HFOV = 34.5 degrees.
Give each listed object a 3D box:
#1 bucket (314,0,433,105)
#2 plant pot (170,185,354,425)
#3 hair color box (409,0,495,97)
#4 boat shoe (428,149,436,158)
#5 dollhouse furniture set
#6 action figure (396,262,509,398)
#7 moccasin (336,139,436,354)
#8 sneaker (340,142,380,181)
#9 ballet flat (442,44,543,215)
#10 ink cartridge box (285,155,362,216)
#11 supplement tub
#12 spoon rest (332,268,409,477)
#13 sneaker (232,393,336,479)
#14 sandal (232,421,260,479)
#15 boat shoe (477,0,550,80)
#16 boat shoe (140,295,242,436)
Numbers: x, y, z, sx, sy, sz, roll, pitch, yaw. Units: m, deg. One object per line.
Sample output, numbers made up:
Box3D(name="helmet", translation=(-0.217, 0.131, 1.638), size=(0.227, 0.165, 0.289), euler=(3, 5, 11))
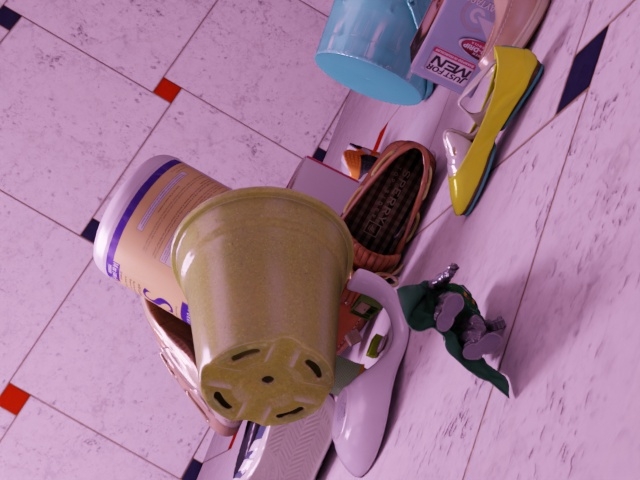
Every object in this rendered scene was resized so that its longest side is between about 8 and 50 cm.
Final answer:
Box3D(name="bucket", translation=(0.131, -0.408, 2.113), size=(0.281, 0.281, 0.183), euler=(158, 135, -81))
Box3D(name="plant pot", translation=(-0.079, 0.109, 1.452), size=(0.254, 0.276, 0.276), euler=(-95, 26, -47))
Box3D(name="hair color box", translation=(0.275, -0.439, 1.676), size=(0.185, 0.114, 0.374), euler=(-80, 14, -66))
Box3D(name="boat shoe", translation=(0.168, -0.111, 1.750), size=(0.035, 0.035, 0.100), euler=(-26, -35, -54))
Box3D(name="dollhouse furniture set", translation=(0.051, 0.157, 1.505), size=(0.058, 0.076, 0.151), euler=(125, 169, -64))
Box3D(name="action figure", translation=(0.135, 0.071, 1.014), size=(0.063, 0.137, 0.232), euler=(-42, 1, 7))
Box3D(name="moccasin", translation=(0.074, 0.017, 1.646), size=(0.380, 0.139, 0.147), euler=(-57, -2, 3))
Box3D(name="sneaker", translation=(0.086, -0.144, 2.362), size=(0.262, 0.099, 0.121), euler=(-58, -14, -77))
Box3D(name="ballet flat", translation=(0.203, -0.146, 1.331), size=(0.077, 0.077, 0.231), euler=(-88, 22, -73))
Box3D(name="ink cartridge box", translation=(0.000, 0.000, 1.919), size=(0.283, 0.207, 0.117), euler=(-57, 9, 54))
Box3D(name="supplement tub", translation=(-0.191, 0.025, 1.773), size=(0.241, 0.331, 0.241), euler=(-57, -10, -17))
Box3D(name="spoon rest", translation=(0.069, 0.175, 1.360), size=(0.137, 0.084, 0.276), euler=(122, 157, -60))
Box3D(name="sneaker", translation=(-0.070, 0.367, 1.589), size=(0.350, 0.131, 0.148), euler=(-59, 0, 10))
Box3D(name="sandal", translation=(-0.090, 0.404, 1.768), size=(0.167, 0.107, 0.445), euler=(161, 120, -80))
Box3D(name="boat shoe", translation=(0.277, -0.373, 1.459), size=(0.109, 0.098, 0.302), euler=(168, 125, -83))
Box3D(name="boat shoe", translation=(-0.233, 0.200, 1.825), size=(0.341, 0.122, 0.110), euler=(52, 134, 38))
